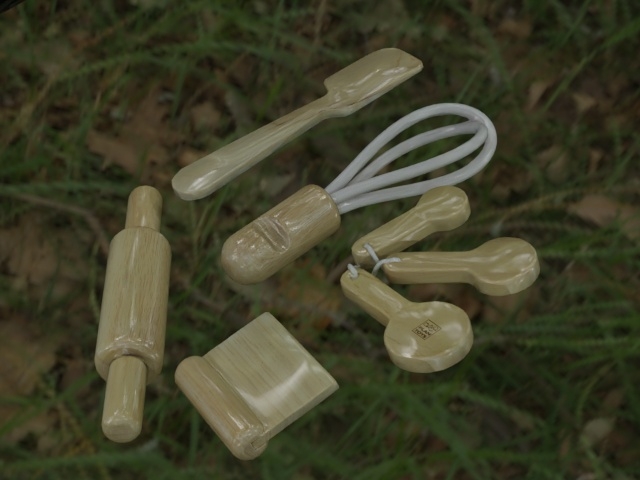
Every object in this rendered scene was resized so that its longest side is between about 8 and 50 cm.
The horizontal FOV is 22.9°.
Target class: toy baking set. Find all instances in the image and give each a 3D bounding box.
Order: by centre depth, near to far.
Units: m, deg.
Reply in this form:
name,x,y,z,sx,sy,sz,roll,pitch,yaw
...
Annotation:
name,x,y,z,sx,sy,sz,roll,pitch,yaw
toy baking set,-0.007,0.002,0.718,0.196,0.030,0.256,-13,37,3

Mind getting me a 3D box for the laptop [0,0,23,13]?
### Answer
name,x,y,z,sx,sy,sz,roll,pitch,yaw
laptop,-0.080,-0.307,0.478,0.236,0.382,0.408,-4,43,-34
